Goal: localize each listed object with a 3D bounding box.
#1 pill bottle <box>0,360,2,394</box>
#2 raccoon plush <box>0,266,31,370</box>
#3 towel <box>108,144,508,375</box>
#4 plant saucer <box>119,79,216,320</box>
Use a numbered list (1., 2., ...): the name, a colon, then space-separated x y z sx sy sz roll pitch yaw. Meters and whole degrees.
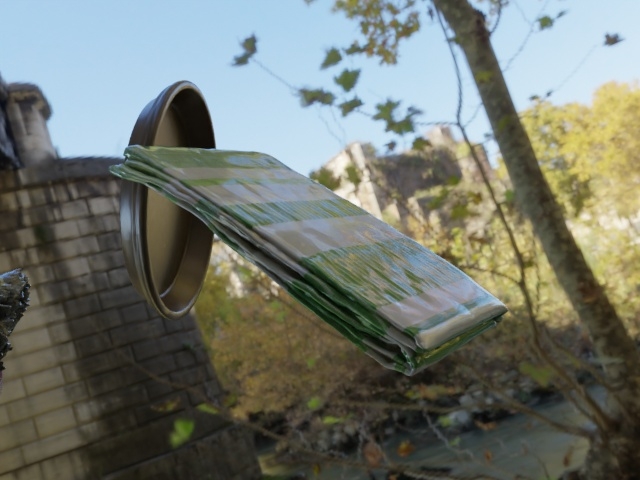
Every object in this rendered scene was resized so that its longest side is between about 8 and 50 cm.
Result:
1. pill bottle: -0.510 0.094 1.004 0.169 0.169 0.302 -14 -52 -34
2. raccoon plush: -0.208 0.120 0.391 0.216 0.446 0.299 -50 -31 -3
3. towel: 0.000 0.000 0.704 0.248 0.324 0.038 -9 -53 -60
4. plant saucer: -0.173 -0.046 0.901 0.041 0.278 0.278 3 -5 6
